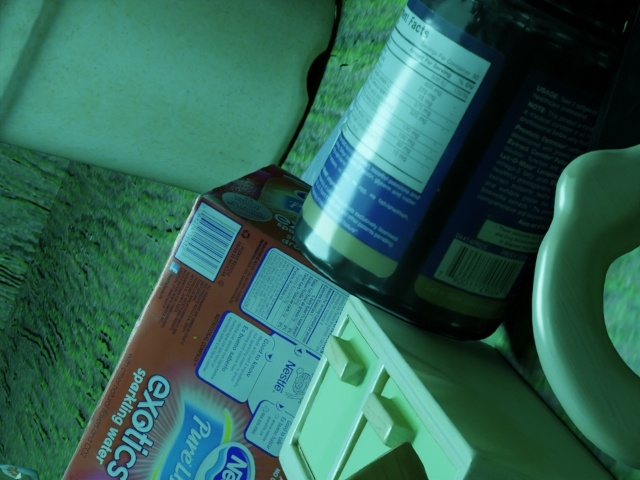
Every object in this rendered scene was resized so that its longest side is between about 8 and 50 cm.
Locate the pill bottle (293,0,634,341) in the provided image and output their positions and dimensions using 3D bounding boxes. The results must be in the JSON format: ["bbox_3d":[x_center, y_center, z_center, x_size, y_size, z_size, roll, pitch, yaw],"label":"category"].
[{"bbox_3d":[0.085,-0.069,1.007,0.219,0.123,0.123,-62,15,14],"label":"pill bottle"}]

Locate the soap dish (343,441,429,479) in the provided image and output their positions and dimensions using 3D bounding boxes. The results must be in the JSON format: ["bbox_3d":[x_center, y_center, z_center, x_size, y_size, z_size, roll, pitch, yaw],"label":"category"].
[{"bbox_3d":[-0.012,0.235,0.745,0.291,0.118,0.229,-46,59,53],"label":"soap dish"}]

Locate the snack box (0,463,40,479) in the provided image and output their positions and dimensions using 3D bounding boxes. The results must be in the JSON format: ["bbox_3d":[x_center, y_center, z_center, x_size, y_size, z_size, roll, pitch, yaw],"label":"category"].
[{"bbox_3d":[-0.306,0.376,1.795,0.187,0.060,0.321,-171,90,-78],"label":"snack box"}]

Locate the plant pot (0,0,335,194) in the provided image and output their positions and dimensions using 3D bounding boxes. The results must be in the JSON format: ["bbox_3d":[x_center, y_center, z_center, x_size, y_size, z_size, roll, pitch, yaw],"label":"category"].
[{"bbox_3d":[-0.166,-0.187,1.754,0.333,0.305,0.334,-59,17,30],"label":"plant pot"}]

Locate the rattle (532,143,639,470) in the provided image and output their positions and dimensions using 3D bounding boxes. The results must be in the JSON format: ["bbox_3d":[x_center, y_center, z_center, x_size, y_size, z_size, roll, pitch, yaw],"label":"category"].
[{"bbox_3d":[0.141,0.069,0.715,0.143,0.130,0.199,119,142,-70],"label":"rattle"}]

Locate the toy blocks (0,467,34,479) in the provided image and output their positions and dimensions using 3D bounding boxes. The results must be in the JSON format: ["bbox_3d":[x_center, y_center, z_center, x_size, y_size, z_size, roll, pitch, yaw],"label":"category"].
[{"bbox_3d":[-0.157,0.305,0.899,0.309,0.289,0.260,-59,30,17],"label":"toy blocks"}]

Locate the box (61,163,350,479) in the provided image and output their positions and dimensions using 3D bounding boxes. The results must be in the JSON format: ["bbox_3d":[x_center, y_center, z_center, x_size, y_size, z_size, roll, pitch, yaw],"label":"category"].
[{"bbox_3d":[-0.050,0.098,1.184,0.256,0.128,0.123,-64,-13,19],"label":"box"}]

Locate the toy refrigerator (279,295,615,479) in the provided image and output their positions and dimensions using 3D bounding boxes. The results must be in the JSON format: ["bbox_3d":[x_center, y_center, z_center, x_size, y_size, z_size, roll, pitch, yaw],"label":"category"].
[{"bbox_3d":[0.052,0.113,0.917,0.269,0.094,0.102,-124,57,-74],"label":"toy refrigerator"}]

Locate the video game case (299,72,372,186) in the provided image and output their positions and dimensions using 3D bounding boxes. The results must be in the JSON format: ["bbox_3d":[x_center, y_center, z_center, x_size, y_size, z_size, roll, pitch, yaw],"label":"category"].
[{"bbox_3d":[0.000,0.000,1.433,0.183,0.023,0.201,-54,19,43],"label":"video game case"}]

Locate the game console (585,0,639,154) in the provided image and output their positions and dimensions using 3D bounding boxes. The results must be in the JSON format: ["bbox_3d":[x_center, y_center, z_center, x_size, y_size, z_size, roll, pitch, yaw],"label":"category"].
[{"bbox_3d":[0.214,-0.178,0.859,0.361,0.044,0.213,-71,14,-14],"label":"game console"}]
